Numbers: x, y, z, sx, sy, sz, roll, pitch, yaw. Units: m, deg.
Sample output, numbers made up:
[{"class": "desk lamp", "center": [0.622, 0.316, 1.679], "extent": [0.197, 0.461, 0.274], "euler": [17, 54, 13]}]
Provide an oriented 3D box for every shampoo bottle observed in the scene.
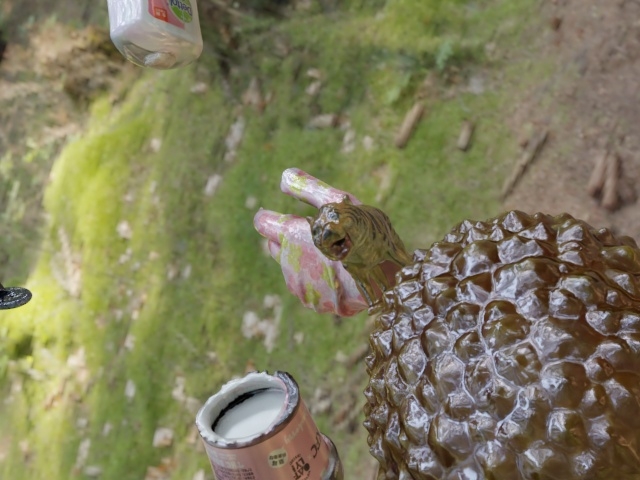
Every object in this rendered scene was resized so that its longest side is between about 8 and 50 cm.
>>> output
[{"class": "shampoo bottle", "center": [-0.113, -0.161, 0.837], "extent": [0.043, 0.072, 0.099], "euler": [-23, 66, 33]}]

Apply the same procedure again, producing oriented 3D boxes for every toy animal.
[{"class": "toy animal", "center": [0.048, 0.006, 1.083], "extent": [0.056, 0.099, 0.241], "euler": [-35, -4, 11]}]

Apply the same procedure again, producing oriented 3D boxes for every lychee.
[{"class": "lychee", "center": [0.120, 0.096, 0.606], "extent": [0.200, 0.200, 0.238], "euler": [-44, 73, 41]}]

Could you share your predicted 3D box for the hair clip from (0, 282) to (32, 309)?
[{"class": "hair clip", "center": [-0.444, 0.098, 1.366], "extent": [0.275, 0.083, 0.048], "euler": [-31, 23, 19]}]

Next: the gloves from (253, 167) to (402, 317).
[{"class": "gloves", "center": [-0.007, 0.008, 1.507], "extent": [0.241, 0.145, 0.126], "euler": [13, 47, 39]}]

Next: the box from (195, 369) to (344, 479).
[{"class": "box", "center": [-0.063, 0.232, 1.402], "extent": [0.151, 0.151, 0.135], "euler": [44, 156, 59]}]
